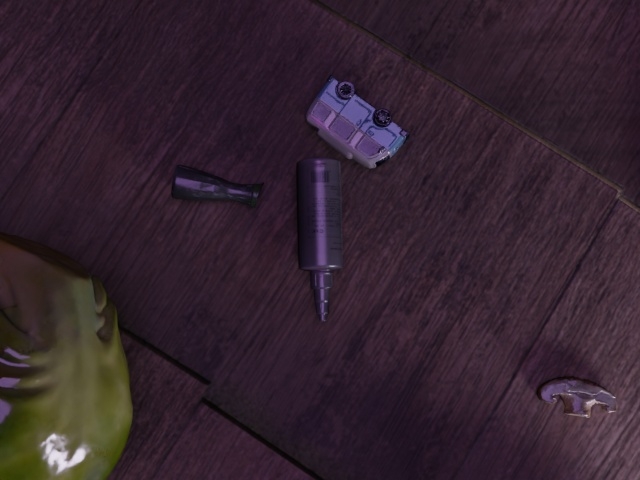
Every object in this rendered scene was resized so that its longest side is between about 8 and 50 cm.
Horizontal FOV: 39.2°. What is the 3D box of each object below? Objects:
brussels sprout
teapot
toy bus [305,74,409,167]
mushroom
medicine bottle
[{"bbox_3d":[-0.357,0.159,0.972,0.344,0.268,0.344,-1,81,3],"label":"brussels sprout"},{"bbox_3d":[-0.127,-0.064,1.117,0.110,0.043,0.043,9,84,-4],"label":"teapot"},{"bbox_3d":[0.044,-0.141,1.122,0.123,0.060,0.075,37,89,3],"label":"toy bus"},{"bbox_3d":[0.322,0.195,1.124,0.101,0.019,0.049,7,85,-1],"label":"mushroom"},{"bbox_3d":[0.000,0.000,1.108,0.057,0.057,0.199,-2,85,-3],"label":"medicine bottle"}]
